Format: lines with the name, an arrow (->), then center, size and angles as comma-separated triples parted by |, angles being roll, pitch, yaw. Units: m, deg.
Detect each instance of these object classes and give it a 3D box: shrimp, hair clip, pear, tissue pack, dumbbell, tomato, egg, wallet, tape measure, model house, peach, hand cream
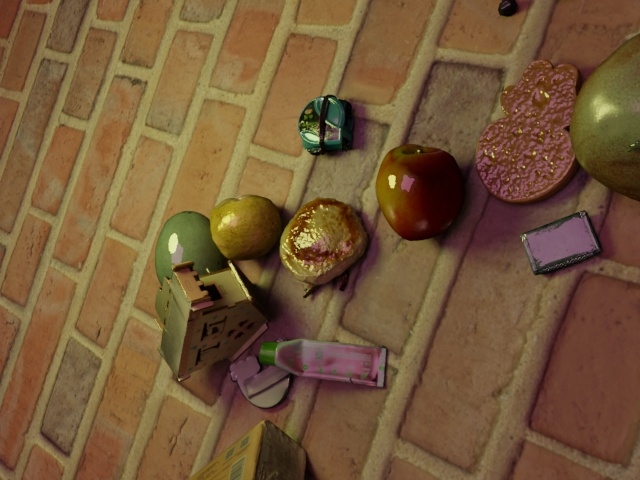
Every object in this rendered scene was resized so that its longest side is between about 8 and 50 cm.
shrimp -> 0.011, 0.096, 1.484 | 0.127, 0.025, 0.091 | -48, 60, 13
hair clip -> -0.121, 0.314, 1.513 | 0.220, 0.054, 0.140 | -34, 68, 26
pear -> -0.177, -0.038, 1.558 | 0.178, 0.178, 0.178 | -8, 76, 32
tissue pack -> -0.160, 0.590, 1.410 | 0.305, 0.238, 0.238 | -41, 61, 20
dumbbell -> 0.383, -0.510, 1.357 | 0.036, 0.040, 0.083 | -13, 71, -1
tomato -> 0.568, -0.206, 1.047 | 0.303, 0.239, 0.303 | -10, 70, 31
egg -> -0.330, 0.042, 1.633 | 0.169, 0.169, 0.236 | -7, 75, 32
wallet -> 0.449, 0.007, 1.211 | 0.129, 0.026, 0.088 | -24, 72, 26
tape measure -> 0.010, -0.272, 1.528 | 0.125, 0.081, 0.146 | 1, 80, 31
model house -> -0.243, 0.160, 1.519 | 0.169, 0.244, 0.326 | 55, 144, 31
peach -> 0.200, -0.091, 1.311 | 0.197, 0.197, 0.197 | -8, 76, 32
hand cream -> 0.005, 0.257, 1.406 | 0.275, 0.050, 0.079 | 5, 108, 12

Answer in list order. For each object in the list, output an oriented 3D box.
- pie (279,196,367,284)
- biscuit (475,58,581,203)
pie -> 0.000, 0.000, 1.464 | 0.205, 0.084, 0.179 | -37, 54, 7
biscuit -> 0.415, -0.210, 1.269 | 0.202, 0.044, 0.289 | 15, 87, 34
